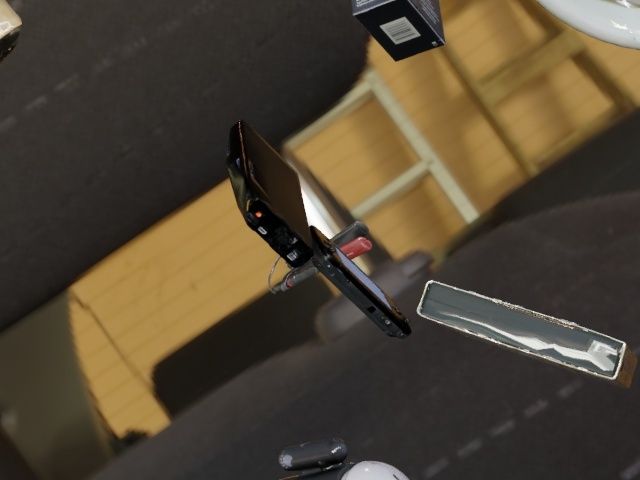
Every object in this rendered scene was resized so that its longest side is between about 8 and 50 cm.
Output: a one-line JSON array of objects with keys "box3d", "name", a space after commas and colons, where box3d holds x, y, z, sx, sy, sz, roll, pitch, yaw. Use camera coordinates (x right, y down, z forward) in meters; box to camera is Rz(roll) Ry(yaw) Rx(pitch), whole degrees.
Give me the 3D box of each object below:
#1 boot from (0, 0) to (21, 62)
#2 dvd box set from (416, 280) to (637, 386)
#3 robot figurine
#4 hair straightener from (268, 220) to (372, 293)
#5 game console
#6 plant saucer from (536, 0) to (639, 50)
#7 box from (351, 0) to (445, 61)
[{"box3d": [-0.472, -0.373, 1.725, 0.236, 0.269, 0.089, -41, -10, 24], "name": "boot"}, {"box3d": [0.341, 0.155, 2.095, 0.420, 0.308, 0.062, 27, -99, -72], "name": "dvd box set"}, {"box3d": [0.017, 0.414, 1.901, 0.278, 0.209, 0.173, -19, 38, 30], "name": "robot figurine"}, {"box3d": [-0.007, 0.028, 2.401, 0.230, 0.047, 0.089, -34, 41, 26], "name": "hair straightener"}, {"box3d": [0.000, 0.000, 1.797, 0.044, 0.361, 0.213, -37, 30, 15], "name": "game console"}, {"box3d": [0.333, -0.362, 1.152, 0.400, 0.400, 0.100, -37, 32, 20], "name": "plant saucer"}, {"box3d": [0.116, -0.390, 2.056, 0.093, 0.158, 0.156, -17, -29, 23], "name": "box"}]
